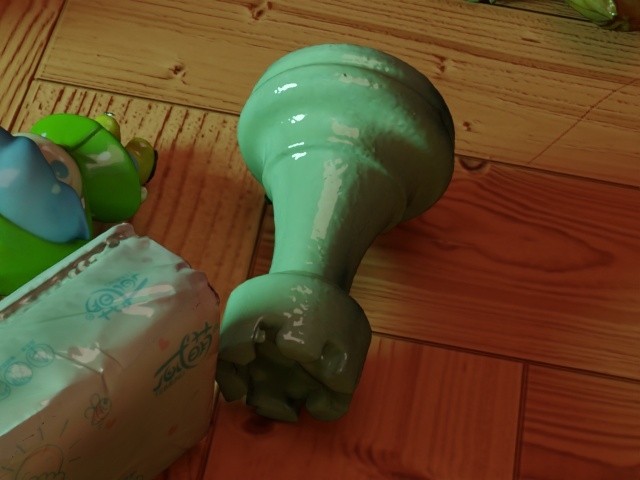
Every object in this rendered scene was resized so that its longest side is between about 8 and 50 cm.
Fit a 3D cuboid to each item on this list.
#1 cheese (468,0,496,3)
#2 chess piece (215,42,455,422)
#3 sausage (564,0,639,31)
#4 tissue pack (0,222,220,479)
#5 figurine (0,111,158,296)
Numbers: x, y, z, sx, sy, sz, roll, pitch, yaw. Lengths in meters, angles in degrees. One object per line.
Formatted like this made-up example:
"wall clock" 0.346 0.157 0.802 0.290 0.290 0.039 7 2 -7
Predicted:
"cheese" 0.188 -0.340 1.974 0.123 0.094 0.167 -22 34 28
"chess piece" 0.000 0.000 1.555 0.194 0.195 0.299 12 53 4
"sausage" 0.312 -0.334 1.978 0.134 0.116 0.354 36 43 -16
"tissue pack" -0.204 0.137 1.360 0.124 0.201 0.271 35 52 21
"figurine" -0.245 -0.041 1.587 0.162 0.143 0.263 38 34 17
